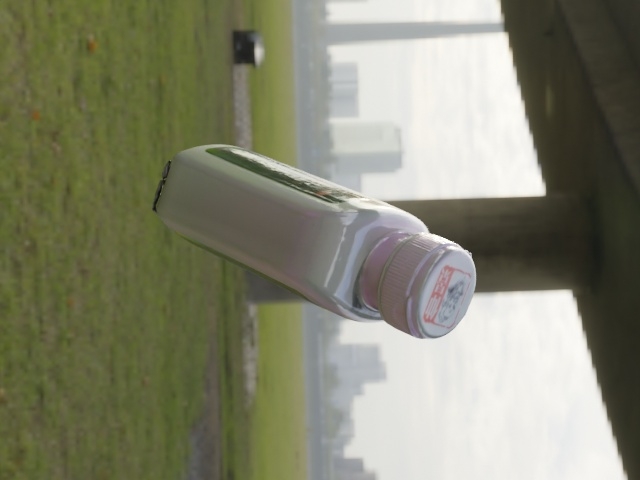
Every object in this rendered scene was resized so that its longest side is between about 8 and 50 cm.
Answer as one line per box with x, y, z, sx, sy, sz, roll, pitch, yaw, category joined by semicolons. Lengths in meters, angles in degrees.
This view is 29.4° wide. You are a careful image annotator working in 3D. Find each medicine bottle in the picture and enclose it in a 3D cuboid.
0.000;0.000;0.806;0.115;0.219;0.078;14;97;-50;medicine bottle
